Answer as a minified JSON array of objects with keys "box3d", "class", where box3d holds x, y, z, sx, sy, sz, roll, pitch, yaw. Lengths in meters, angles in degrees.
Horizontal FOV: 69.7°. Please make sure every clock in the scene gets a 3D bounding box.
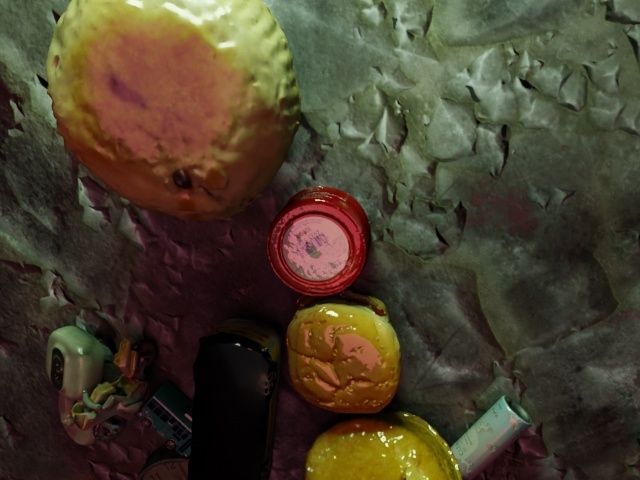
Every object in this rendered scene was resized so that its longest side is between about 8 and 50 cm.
[{"box3d":[-0.305,0.639,1.125,0.318,0.066,0.319,2,105,9],"class":"clock"}]

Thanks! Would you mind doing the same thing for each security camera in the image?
[{"box3d":[-0.571,0.347,1.057,0.157,0.080,0.302,21,109,26],"class":"security camera"}]

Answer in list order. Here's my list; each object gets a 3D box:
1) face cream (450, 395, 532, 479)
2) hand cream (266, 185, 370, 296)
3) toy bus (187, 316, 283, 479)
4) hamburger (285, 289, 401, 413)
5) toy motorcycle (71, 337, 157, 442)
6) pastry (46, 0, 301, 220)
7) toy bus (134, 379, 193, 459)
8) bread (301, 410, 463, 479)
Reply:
[{"box3d":[0.335,0.428,0.961,0.075,0.075,0.229,35,107,-2],"class":"face cream"},{"box3d":[0.000,0.000,0.867,0.192,0.125,0.193,2,107,6],"class":"hand cream"},{"box3d":[-0.172,0.342,0.968,0.171,0.162,0.387,8,107,4],"class":"toy bus"},{"box3d":[0.039,0.215,0.900,0.244,0.163,0.245,3,108,9],"class":"hamburger"},{"box3d":[-0.445,0.321,0.993,0.094,0.129,0.229,12,76,44],"class":"toy motorcycle"},{"box3d":[-0.215,-0.225,0.739,0.388,0.313,0.389,0,113,-1],"class":"pastry"},{"box3d":[-0.330,0.410,1.056,0.160,0.079,0.092,45,106,-3],"class":"toy bus"},{"box3d":[0.111,0.523,0.893,0.336,0.204,0.359,-20,61,17],"class":"bread"}]
